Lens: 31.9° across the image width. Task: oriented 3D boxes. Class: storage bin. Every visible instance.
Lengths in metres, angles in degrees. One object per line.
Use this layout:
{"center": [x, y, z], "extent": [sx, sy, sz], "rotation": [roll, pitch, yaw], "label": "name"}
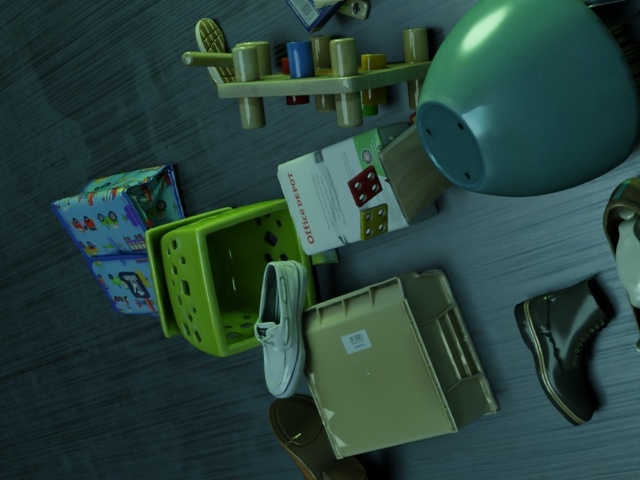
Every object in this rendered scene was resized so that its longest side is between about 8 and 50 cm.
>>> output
{"center": [0.109, 0.199, 1.816], "extent": [0.262, 0.123, 0.260], "rotation": [-22, 88, 41], "label": "storage bin"}
{"center": [0.356, -0.331, 1.449], "extent": [0.098, 0.135, 0.091], "rotation": [-11, 84, 2], "label": "storage bin"}

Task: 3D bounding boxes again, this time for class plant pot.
{"center": [0.241, -0.170, 1.472], "extent": [0.290, 0.195, 0.290], "rotation": [46, 157, 26], "label": "plant pot"}
{"center": [-0.167, 0.057, 1.933], "extent": [0.207, 0.228, 0.227], "rotation": [2, 106, 46], "label": "plant pot"}

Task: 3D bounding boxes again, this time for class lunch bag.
{"center": [-0.349, 0.022, 2.151], "extent": [0.221, 0.138, 0.293], "rotation": [-7, 111, 39], "label": "lunch bag"}

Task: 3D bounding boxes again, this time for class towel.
{"center": [0.000, 0.000, 1.917], "extent": [0.060, 0.009, 0.083], "rotation": [-7, 98, 39], "label": "towel"}

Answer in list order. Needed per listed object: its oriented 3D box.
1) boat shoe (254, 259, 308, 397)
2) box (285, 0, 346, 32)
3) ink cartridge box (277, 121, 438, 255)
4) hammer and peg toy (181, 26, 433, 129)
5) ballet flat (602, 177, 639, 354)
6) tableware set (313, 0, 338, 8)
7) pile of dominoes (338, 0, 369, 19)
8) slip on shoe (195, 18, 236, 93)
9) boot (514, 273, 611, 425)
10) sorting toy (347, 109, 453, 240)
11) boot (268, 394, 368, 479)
{"center": [-0.075, 0.143, 1.826], "extent": [0.083, 0.076, 0.226], "rotation": [-4, 81, 45], "label": "boat shoe"}
{"center": [0.016, -0.437, 1.693], "extent": [0.136, 0.036, 0.225], "rotation": [55, 132, 7], "label": "box"}
{"center": [0.056, -0.081, 1.792], "extent": [0.219, 0.093, 0.160], "rotation": [-16, 92, 41], "label": "ink cartridge box"}
{"center": [-0.027, -0.241, 1.698], "extent": [0.361, 0.266, 0.127], "rotation": [3, 105, 37], "label": "hammer and peg toy"}
{"center": [0.456, 0.084, 1.498], "extent": [0.116, 0.124, 0.342], "rotation": [-16, 93, 41], "label": "ballet flat"}
{"center": [-0.023, -0.435, 1.688], "extent": [0.141, 0.020, 0.168], "rotation": [13, 115, 35], "label": "tableware set"}
{"center": [-0.012, -0.463, 1.740], "extent": [0.251, 0.040, 0.195], "rotation": [22, 120, 21], "label": "pile of dominoes"}
{"center": [-0.186, -0.318, 1.951], "extent": [0.041, 0.051, 0.135], "rotation": [-22, 95, 53], "label": "slip on shoe"}
{"center": [0.379, 0.158, 1.620], "extent": [0.137, 0.077, 0.197], "rotation": [-30, 85, 35], "label": "boot"}
{"center": [0.139, -0.116, 1.657], "extent": [0.046, 0.274, 0.132], "rotation": [32, 156, 47], "label": "sorting toy"}
{"center": [0.008, 0.421, 1.991], "extent": [0.283, 0.109, 0.220], "rotation": [36, 146, 42], "label": "boot"}
